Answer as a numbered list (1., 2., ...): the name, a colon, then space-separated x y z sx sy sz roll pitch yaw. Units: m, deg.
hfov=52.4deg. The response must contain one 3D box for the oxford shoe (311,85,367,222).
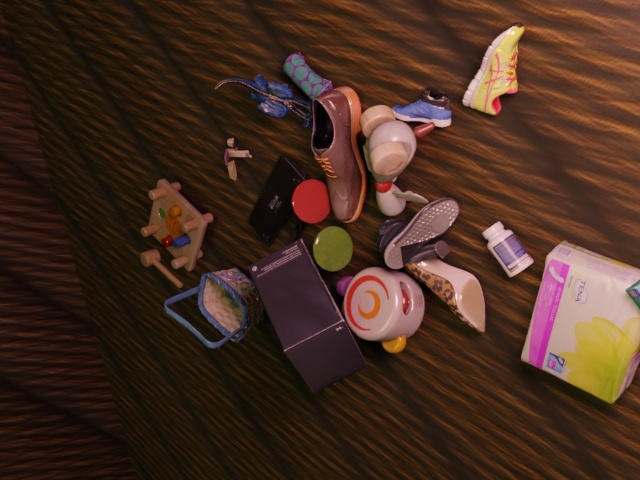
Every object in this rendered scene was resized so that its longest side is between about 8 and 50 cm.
1. oxford shoe: 0.032 -0.212 1.714 0.129 0.132 0.364 11 115 43

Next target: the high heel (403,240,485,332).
1. high heel: 0.310 0.122 1.655 0.261 0.093 0.186 60 154 -5

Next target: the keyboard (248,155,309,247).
1. keyboard: -0.108 -0.092 1.984 0.201 0.033 0.317 50 136 17

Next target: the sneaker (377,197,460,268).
1. sneaker: 0.235 -0.039 1.634 0.226 0.163 0.086 -40 106 7

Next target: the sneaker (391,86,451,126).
1. sneaker: 0.236 -0.321 1.521 0.152 0.058 0.085 20 127 32

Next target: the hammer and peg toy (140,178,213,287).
1. hammer and peg toy: -0.525 -0.012 2.354 0.266 0.127 0.361 41 132 21

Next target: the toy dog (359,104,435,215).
1. toy dog: 0.195 -0.188 1.538 0.160 0.334 0.220 -14 79 4

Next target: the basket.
1. basket: -0.335 0.221 2.154 0.254 0.289 0.201 33 134 25

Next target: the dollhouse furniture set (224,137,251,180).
1. dollhouse furniture set: -0.251 -0.254 2.064 0.081 0.091 0.114 0 142 3

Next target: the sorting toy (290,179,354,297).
1. sorting toy: 0.000 0.000 1.869 0.126 0.127 0.366 4 122 62

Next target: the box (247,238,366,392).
1. box: -0.036 0.211 1.787 0.294 0.182 0.296 60 177 38

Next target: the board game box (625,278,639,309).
1. board game box: 0.702 0.131 1.211 0.210 0.160 0.047 56 175 10

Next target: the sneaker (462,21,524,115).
1. sneaker: 0.382 -0.353 1.362 0.094 0.081 0.209 38 137 17

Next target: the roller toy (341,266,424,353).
1. roller toy: 0.173 0.173 1.720 0.209 0.146 0.191 44 111 41

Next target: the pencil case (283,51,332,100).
1. pencil case: -0.033 -0.431 1.730 0.070 0.064 0.152 -45 70 5

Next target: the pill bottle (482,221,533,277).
1. pill bottle: 0.425 0.019 1.488 0.120 0.067 0.067 56 136 9

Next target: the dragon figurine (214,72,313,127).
1. dragon figurine: -0.126 -0.384 1.744 0.085 0.289 0.144 -65 30 17

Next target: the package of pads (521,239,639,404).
1. package of pads: 0.576 0.176 1.389 0.229 0.101 0.297 25 124 35
